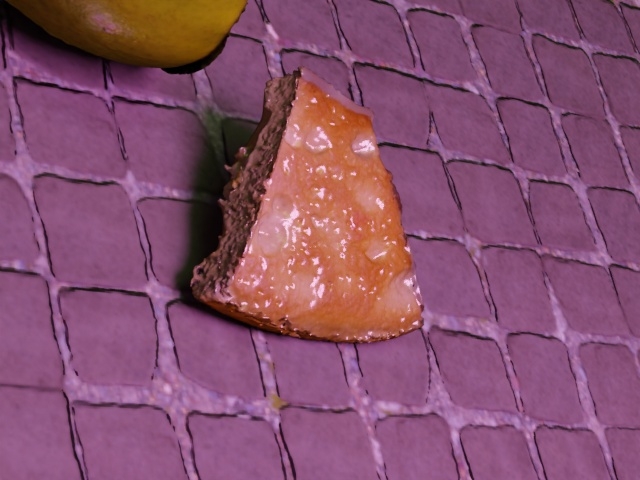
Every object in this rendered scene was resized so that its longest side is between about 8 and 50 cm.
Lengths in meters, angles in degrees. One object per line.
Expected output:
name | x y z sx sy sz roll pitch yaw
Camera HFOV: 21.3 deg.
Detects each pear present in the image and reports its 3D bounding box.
pear | -0.187 -0.249 1.213 0.292 0.159 0.292 24 44 -25

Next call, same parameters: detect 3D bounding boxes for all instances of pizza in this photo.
pizza | -0.002 -0.009 1.268 0.204 0.080 0.188 27 68 -38
